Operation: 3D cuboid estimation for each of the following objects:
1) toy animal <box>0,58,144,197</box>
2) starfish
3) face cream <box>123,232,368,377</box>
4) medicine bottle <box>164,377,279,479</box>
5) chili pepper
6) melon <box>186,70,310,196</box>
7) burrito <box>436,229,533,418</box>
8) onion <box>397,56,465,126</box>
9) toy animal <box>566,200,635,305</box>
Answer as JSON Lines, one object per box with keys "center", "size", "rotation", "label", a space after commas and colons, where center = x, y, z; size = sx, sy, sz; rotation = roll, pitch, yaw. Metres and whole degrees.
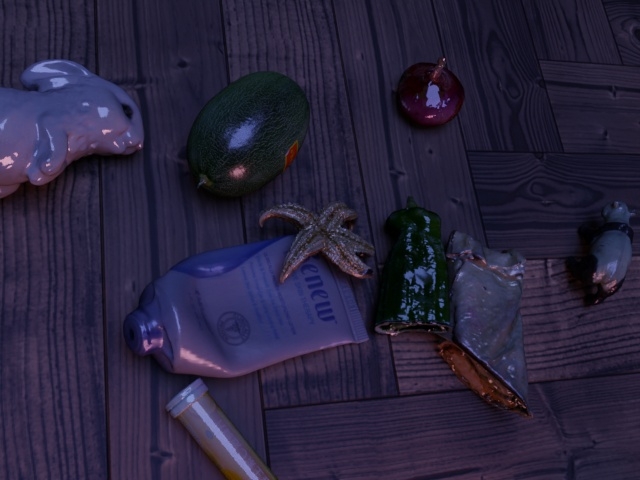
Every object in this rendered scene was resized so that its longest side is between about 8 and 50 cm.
{"center": [-0.481, -0.190, 1.171], "size": [0.258, 0.194, 0.357], "rotation": [36, 43, 26], "label": "toy animal"}
{"center": [0.000, -0.002, 1.261], "size": [0.238, 0.071, 0.216], "rotation": [28, 42, -10], "label": "starfish"}
{"center": [-0.125, 0.113, 1.200], "size": [0.420, 0.137, 0.235], "rotation": [-12, 71, -34], "label": "face cream"}
{"center": [-0.151, 0.323, 1.112], "size": [0.074, 0.074, 0.218], "rotation": [-38, 86, -27], "label": "medicine bottle"}
{"center": [0.172, 0.039, 1.312], "size": [0.099, 0.136, 0.270], "rotation": [43, 45, -50], "label": "chili pepper"}
{"center": [-0.134, -0.186, 1.263], "size": [0.182, 0.182, 0.288], "rotation": [41, 60, 2], "label": "melon"}
{"center": [0.299, 0.150, 1.310], "size": [0.175, 0.107, 0.348], "rotation": [4, 64, 1], "label": "burrito"}
{"center": [0.238, -0.322, 1.460], "size": [0.150, 0.140, 0.150], "rotation": [7, 63, -13], "label": "onion"}
{"center": [0.585, 0.015, 1.444], "size": [0.094, 0.121, 0.225], "rotation": [32, 61, -3], "label": "toy animal"}
